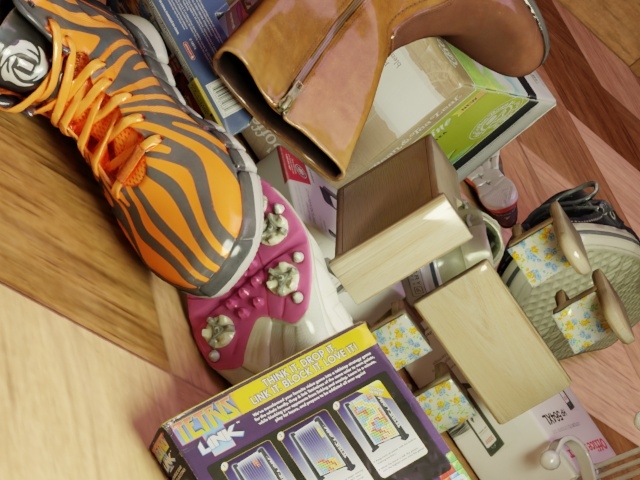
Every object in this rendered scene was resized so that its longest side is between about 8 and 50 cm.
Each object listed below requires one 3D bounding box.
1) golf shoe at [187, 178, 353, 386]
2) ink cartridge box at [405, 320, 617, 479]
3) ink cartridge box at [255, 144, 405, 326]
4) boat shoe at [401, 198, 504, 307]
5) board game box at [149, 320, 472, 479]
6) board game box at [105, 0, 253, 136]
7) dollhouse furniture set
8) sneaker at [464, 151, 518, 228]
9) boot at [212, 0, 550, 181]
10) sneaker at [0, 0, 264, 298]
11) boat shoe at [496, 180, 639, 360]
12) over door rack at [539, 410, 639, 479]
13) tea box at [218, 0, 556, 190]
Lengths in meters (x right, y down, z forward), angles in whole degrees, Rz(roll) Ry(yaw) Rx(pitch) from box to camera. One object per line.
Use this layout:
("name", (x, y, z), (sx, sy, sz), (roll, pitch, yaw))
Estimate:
("golf shoe", (-0.013, 0.094, 1.297), (0.140, 0.115, 0.306), (35, 31, -58))
("ink cartridge box", (0.178, 0.156, 1.606), (0.203, 0.086, 0.148), (56, 21, 15))
("ink cartridge box", (0.000, 0.000, 1.535), (0.150, 0.063, 0.109), (36, 24, -33))
("boat shoe", (0.138, 0.011, 1.698), (0.302, 0.094, 0.109), (-49, 130, -77))
("board game box", (-0.006, 0.152, 1.132), (0.170, 0.048, 0.141), (-25, 71, -28))
("board game box", (-0.125, -0.170, 1.463), (0.194, 0.060, 0.194), (61, -16, -4))
("dollhouse furniture set", (0.118, 0.056, 1.406), (0.242, 0.212, 0.161), (54, 14, -17))
("sneaker", (0.214, -0.071, 2.169), (0.158, 0.061, 0.065), (-105, 175, -49))
("boot", (0.064, -0.160, 1.437), (0.264, 0.096, 0.280), (44, 48, -22))
("sneaker", (-0.174, -0.086, 1.265), (0.180, 0.124, 0.321), (22, 23, -46))
("boat shoe", (0.277, 0.030, 1.924), (0.156, 0.187, 0.500), (50, 14, 16))
("over door rack", (0.323, 0.284, 1.376), (0.108, 0.239, 0.324), (-7, 73, -46))
("tea box", (0.030, -0.212, 1.750), (0.329, 0.220, 0.323), (55, 21, 12))
